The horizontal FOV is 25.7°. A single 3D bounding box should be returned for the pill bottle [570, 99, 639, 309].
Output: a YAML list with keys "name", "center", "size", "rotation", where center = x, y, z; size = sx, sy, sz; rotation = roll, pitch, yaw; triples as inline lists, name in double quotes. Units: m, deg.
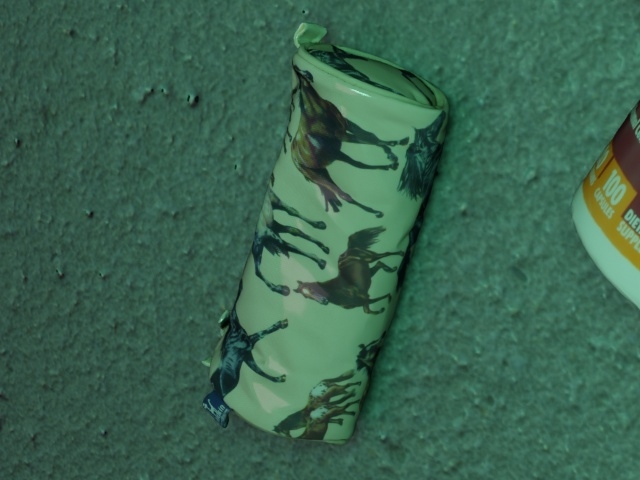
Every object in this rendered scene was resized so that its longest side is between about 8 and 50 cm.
- name: "pill bottle"
  center: [0.382, -0.115, 1.055]
  size: [0.224, 0.224, 0.392]
  rotation: [43, 121, 21]

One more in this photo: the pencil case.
- name: "pencil case"
  center: [0.000, 0.000, 1.397]
  size: [0.183, 0.160, 0.410]
  rotation: [22, 113, 15]
